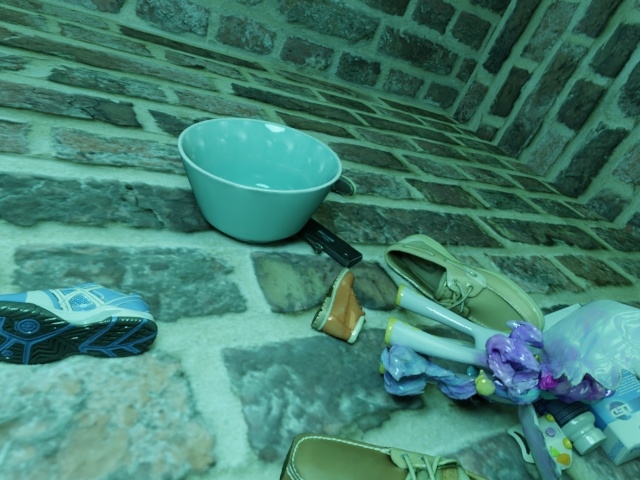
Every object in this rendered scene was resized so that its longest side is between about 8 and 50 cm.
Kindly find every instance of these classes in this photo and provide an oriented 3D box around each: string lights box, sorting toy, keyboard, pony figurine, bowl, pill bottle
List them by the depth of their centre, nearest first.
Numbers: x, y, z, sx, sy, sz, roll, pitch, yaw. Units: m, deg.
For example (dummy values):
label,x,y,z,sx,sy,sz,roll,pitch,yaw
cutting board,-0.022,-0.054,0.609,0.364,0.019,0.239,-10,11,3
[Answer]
label,x,y,z,sx,sy,sz,roll,pitch,yaw
pony figurine,0.272,0.186,0.599,0.364,0.302,0.351,13,12,13
sorting toy,0.338,0.313,0.656,0.075,0.044,0.083,-7,38,-12
pill bottle,0.410,0.290,0.705,0.067,0.067,0.120,4,35,-31
string lights box,0.505,0.250,0.773,0.134,0.076,0.259,-18,41,-6
bowl,-0.127,-0.111,0.847,0.312,0.163,0.311,11,35,-8
keyboard,0.000,0.000,0.924,0.180,0.023,0.108,35,26,21

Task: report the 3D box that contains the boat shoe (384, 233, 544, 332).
label,x,y,z,sx,sy,sz,roll,pitch,yaw
boat shoe,0.280,0.104,0.872,0.110,0.121,0.341,-15,37,-41

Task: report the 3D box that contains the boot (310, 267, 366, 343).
label,x,y,z,sx,sy,sz,roll,pitch,yaw
boot,0.045,0.114,0.746,0.085,0.059,0.157,28,39,0

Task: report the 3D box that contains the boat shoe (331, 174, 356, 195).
label,x,y,z,sx,sy,sz,roll,pitch,yaw
boat shoe,0.030,-0.163,1.176,0.152,0.056,0.049,30,34,29

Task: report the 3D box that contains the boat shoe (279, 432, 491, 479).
label,x,y,z,sx,sy,sz,roll,pitch,yaw
boat shoe,0.119,0.284,0.458,0.324,0.119,0.122,23,30,-3

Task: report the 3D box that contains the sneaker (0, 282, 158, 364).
label,x,y,z,sx,sy,sz,roll,pitch,yaw
sneaker,-0.314,0.095,0.511,0.211,0.080,0.081,14,24,-35
